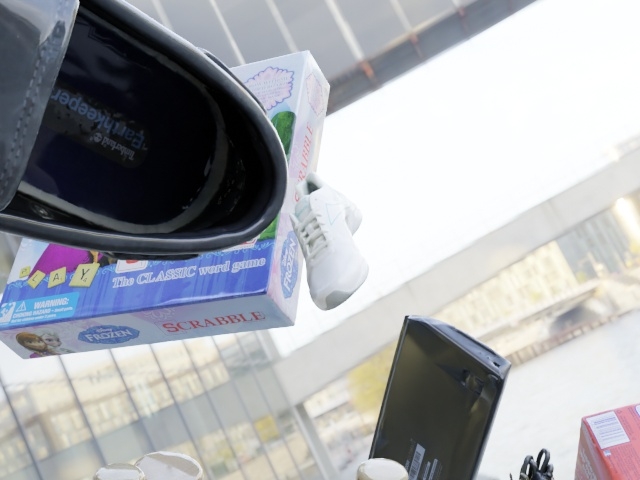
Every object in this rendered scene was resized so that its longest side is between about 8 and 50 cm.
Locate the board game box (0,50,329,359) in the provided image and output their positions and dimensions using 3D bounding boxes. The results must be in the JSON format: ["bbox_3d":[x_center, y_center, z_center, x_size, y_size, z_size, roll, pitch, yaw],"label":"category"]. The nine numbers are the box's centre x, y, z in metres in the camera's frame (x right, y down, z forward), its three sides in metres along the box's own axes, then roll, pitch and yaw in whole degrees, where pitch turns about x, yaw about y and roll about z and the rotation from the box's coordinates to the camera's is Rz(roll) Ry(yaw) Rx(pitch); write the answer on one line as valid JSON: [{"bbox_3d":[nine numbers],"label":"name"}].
[{"bbox_3d":[-0.162,-0.040,1.074,0.319,0.317,0.066,-9,-39,21],"label":"board game box"}]

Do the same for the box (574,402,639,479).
[{"bbox_3d":[0.336,0.275,0.904,0.128,0.256,0.122,-13,-46,-4],"label":"box"}]

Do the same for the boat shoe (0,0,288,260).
[{"bbox_3d":[-0.208,-0.101,0.551,0.156,0.186,0.500,21,-1,44],"label":"boat shoe"}]

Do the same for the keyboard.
[{"bbox_3d":[0.126,0.234,0.957,0.033,0.201,0.317,-19,-48,-38],"label":"keyboard"}]

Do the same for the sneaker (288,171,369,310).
[{"bbox_3d":[0.000,0.000,0.804,0.054,0.061,0.152,-35,27,17],"label":"sneaker"}]

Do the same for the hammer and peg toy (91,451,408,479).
[{"bbox_3d":[-0.036,0.224,0.677,0.266,0.127,0.361,1,17,-9],"label":"hammer and peg toy"}]
